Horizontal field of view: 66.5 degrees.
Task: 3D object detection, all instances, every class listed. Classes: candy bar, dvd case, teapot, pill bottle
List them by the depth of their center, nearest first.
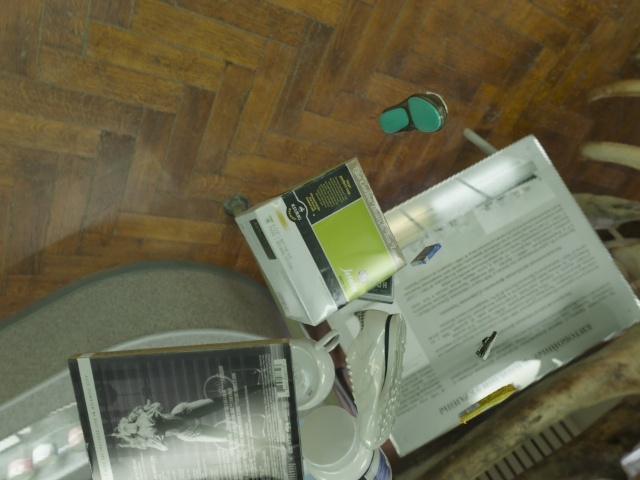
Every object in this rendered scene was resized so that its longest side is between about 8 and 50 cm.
[{"bbox_3d":[-0.133,0.186,0.502,0.221,0.018,0.164,-5,103,0],"label":"dvd case"},{"bbox_3d":[0.055,0.477,1.072,0.153,0.153,0.265,-29,132,-3],"label":"pill bottle"},{"bbox_3d":[0.405,0.396,1.191,0.161,0.040,0.018,-32,97,-1],"label":"candy bar"},{"bbox_3d":[0.155,0.082,1.598,0.179,0.239,0.029,9,152,-8],"label":"dvd case"},{"bbox_3d":[-0.047,0.442,1.666,0.256,0.252,0.187,-11,171,26],"label":"teapot"}]

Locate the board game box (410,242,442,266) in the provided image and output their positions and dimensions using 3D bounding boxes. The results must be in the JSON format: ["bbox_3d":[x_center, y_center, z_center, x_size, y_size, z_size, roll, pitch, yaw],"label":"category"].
[{"bbox_3d":[0.363,0.050,1.682,0.090,0.020,0.090,-43,-175,-21],"label":"board game box"}]

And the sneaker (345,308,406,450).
[{"bbox_3d":[0.090,0.239,0.855,0.095,0.235,0.090,3,162,23],"label":"sneaker"}]

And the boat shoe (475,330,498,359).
[{"bbox_3d":[0.551,0.340,1.614,0.125,0.038,0.046,-46,150,-35],"label":"boat shoe"}]

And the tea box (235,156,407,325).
[{"bbox_3d":[0.000,0.000,1.330,0.323,0.220,0.329,-29,99,-21],"label":"tea box"}]

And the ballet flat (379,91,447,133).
[{"bbox_3d":[0.243,-0.318,1.198,0.096,0.280,0.095,-28,110,-15],"label":"ballet flat"}]
